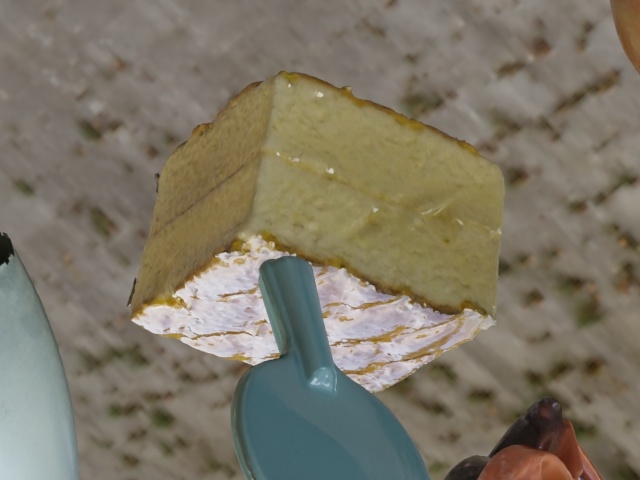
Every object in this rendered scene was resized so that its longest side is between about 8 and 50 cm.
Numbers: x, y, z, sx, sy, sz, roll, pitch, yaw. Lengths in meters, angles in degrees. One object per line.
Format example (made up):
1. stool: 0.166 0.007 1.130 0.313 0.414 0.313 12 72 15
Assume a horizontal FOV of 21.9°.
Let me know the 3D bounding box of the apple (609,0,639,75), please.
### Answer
1. apple: 0.236 -0.131 0.809 0.181 0.181 0.168 -47 -174 -21

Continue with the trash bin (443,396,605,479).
1. trash bin: 0.132 0.169 0.523 0.238 0.161 0.184 7 -124 41

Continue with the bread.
1. bread: 0.000 0.000 1.590 0.279 0.279 0.207 -37 -141 55

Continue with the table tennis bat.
1. table tennis bat: -0.001 0.103 1.020 0.038 0.149 0.237 -47 -138 32

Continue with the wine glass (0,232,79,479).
1. wine glass: -0.214 0.167 0.730 0.264 0.309 0.096 -14 -155 1
